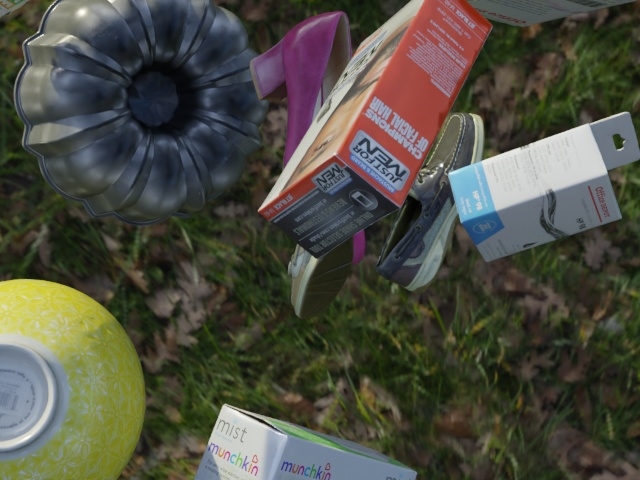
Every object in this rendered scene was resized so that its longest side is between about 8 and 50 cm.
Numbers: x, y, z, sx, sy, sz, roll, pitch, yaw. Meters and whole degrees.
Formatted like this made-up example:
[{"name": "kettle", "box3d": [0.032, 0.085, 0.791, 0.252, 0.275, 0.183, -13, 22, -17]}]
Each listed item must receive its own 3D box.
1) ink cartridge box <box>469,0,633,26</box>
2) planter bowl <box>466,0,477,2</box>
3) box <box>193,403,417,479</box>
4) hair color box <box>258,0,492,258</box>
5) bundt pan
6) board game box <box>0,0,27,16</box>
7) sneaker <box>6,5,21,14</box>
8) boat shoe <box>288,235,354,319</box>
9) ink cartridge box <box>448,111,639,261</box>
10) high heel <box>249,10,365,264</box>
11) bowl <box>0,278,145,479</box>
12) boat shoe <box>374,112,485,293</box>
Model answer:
[{"name": "ink cartridge box", "box3d": [0.317, -0.404, 1.622, 0.201, 0.278, 0.117, 7, 86, -31]}, {"name": "planter bowl", "box3d": [0.179, -0.390, 1.367, 0.162, 0.162, 0.109, 36, 68, 19]}, {"name": "box", "box3d": [-0.037, 0.344, 1.353, 0.126, 0.262, 0.231, 17, 83, 44]}, {"name": "hair color box", "box3d": [0.036, -0.077, 0.693, 0.053, 0.093, 0.167, 38, 54, -15]}, {"name": "bundt pan", "box3d": [-0.206, -0.176, 1.398, 0.330, 0.124, 0.331, -3, 97, -26]}, {"name": "board game box", "box3d": [-0.305, -0.316, 1.164, 0.103, 0.026, 0.154, -16, 59, 35]}, {"name": "sneaker", "box3d": [-0.343, -0.298, 1.283, 0.109, 0.043, 0.040, -32, 83, 21]}, {"name": "boat shoe", "box3d": [-0.001, 0.000, 1.043, 0.048, 0.056, 0.153, 32, 120, 37]}, {"name": "ink cartridge box", "box3d": [0.227, -0.049, 1.087, 0.180, 0.104, 0.060, -19, 61, 15]}, {"name": "high heel", "box3d": [0.019, -0.103, 1.121, 0.117, 0.082, 0.244, -25, 79, 34]}, {"name": "bowl", "box3d": [-0.342, 0.175, 1.239, 0.289, 0.156, 0.290, 1, 79, -6]}, {"name": "boat shoe", "box3d": [0.126, -0.051, 1.311, 0.073, 0.080, 0.224, 20, 90, -19]}]
